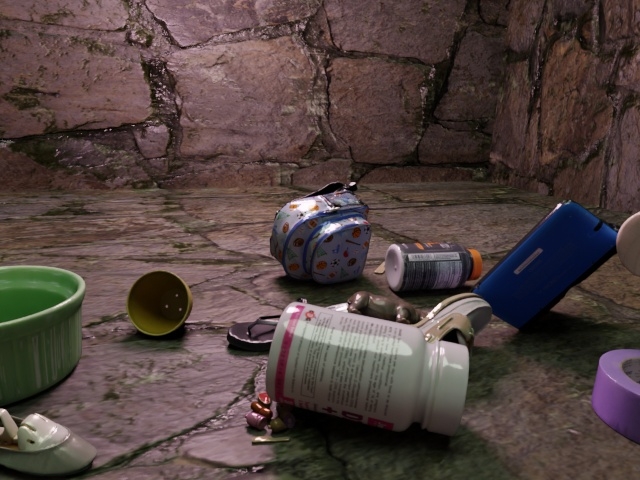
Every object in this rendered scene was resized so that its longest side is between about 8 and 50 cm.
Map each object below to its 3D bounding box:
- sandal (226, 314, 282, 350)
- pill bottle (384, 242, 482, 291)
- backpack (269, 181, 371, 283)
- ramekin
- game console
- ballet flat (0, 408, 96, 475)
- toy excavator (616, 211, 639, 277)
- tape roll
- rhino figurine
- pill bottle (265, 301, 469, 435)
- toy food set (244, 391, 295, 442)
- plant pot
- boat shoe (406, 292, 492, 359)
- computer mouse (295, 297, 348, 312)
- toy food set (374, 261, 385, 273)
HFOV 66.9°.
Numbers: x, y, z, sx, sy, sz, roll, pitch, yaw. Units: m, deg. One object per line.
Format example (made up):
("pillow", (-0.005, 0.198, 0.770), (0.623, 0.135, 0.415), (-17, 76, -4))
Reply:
("sandal", (-0.066, 0.180, 1.008), (0.255, 0.054, 0.097), (-1, 16, -12))
("pill bottle", (0.310, 0.071, 1.317), (0.246, 0.130, 0.130), (-1, 16, -14))
("backpack", (0.000, 0.000, 1.345), (0.264, 0.276, 0.213), (-7, 31, -21))
("ramekin", (-0.567, 0.160, 0.836), (0.304, 0.148, 0.303), (2, 15, -1))
("game console", (0.500, 0.044, 1.086), (0.250, 0.293, 0.173), (30, 26, -16))
("ballet flat", (-0.405, 0.261, 0.645), (0.214, 0.068, 0.072), (5, 16, 8))
("toy excavator", (0.780, 0.105, 0.775), (0.223, 0.444, 0.433), (-12, -9, -42))
("tape roll", (0.551, 0.256, 0.784), (0.189, 0.080, 0.189), (2, 17, -1))
("rhino figurine", (0.167, 0.168, 1.041), (0.244, 0.073, 0.106), (13, 23, -7))
("pill bottle", (0.072, 0.199, 0.750), (0.284, 0.160, 0.160), (10, 17, 11))
("toy food set", (-0.079, 0.267, 0.759), (0.078, 0.019, 0.122), (0, 16, -8))
("plant pot", (-0.329, 0.135, 1.038), (0.135, 0.134, 0.095), (4, -9, 7))
("boat shoe", (0.241, 0.193, 0.927), (0.303, 0.113, 0.103), (-21, 27, -31))
("computer mouse", (0.036, 0.163, 1.108), (0.193, 0.042, 0.106), (2, 15, -1))
("toy food set", (0.268, 0.078, 1.448), (0.192, 0.038, 0.132), (8, 16, 19))
